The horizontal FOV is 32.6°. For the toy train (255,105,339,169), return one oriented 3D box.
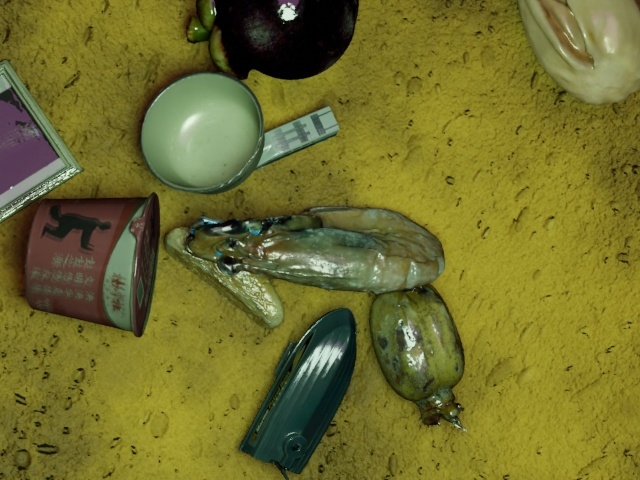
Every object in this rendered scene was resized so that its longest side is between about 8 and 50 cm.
[{"bbox_3d":[-0.083,-0.163,1.885,0.234,0.051,0.052,-24,85,-13],"label":"toy train"}]

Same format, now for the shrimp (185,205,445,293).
[{"bbox_3d":[0.000,0.000,1.804,0.446,0.221,0.110,3,125,-22],"label":"shrimp"}]

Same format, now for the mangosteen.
[{"bbox_3d":[-0.088,-0.389,1.819,0.302,0.275,0.275,-15,87,18],"label":"mangosteen"}]

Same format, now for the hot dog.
[{"bbox_3d":[-0.152,0.052,1.834,0.242,0.084,0.073,38,77,-4],"label":"hot dog"}]

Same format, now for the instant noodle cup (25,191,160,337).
[{"bbox_3d":[-0.356,0.029,1.733,0.178,0.235,0.234,7,83,-1],"label":"instant noodle cup"}]

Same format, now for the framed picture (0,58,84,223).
[{"bbox_3d":[-0.577,-0.131,1.801,0.293,0.018,0.231,-35,92,-13],"label":"framed picture"}]

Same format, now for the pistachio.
[{"bbox_3d":[0.470,-0.393,1.958,0.193,0.214,0.318,-29,81,30],"label":"pistachio"}]

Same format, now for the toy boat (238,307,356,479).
[{"bbox_3d":[-0.024,0.243,1.817,0.114,0.122,0.296,27,90,-29],"label":"toy boat"}]

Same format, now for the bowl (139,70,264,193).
[{"bbox_3d":[-0.183,-0.166,1.818,0.211,0.112,0.211,-2,78,11],"label":"bowl"}]

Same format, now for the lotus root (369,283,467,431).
[{"bbox_3d":[0.170,0.198,1.849,0.154,0.154,0.278,-19,83,-12],"label":"lotus root"}]
